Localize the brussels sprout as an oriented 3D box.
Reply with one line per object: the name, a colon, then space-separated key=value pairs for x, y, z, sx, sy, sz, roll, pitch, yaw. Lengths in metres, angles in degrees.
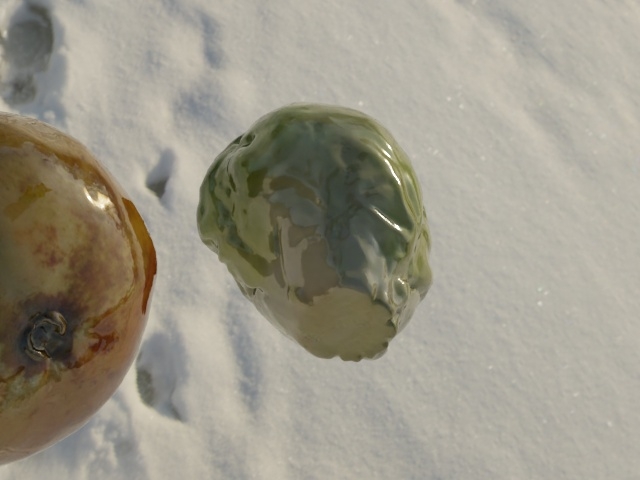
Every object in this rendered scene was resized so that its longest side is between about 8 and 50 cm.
brussels sprout: x=-0.004 y=-0.013 z=0.946 sx=0.316 sy=0.243 sz=0.273 roll=-88 pitch=158 yaw=-78

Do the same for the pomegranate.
pomegranate: x=-0.259 y=0.032 z=0.626 sx=0.229 sy=0.270 sz=0.252 roll=50 pitch=61 yaw=-38
